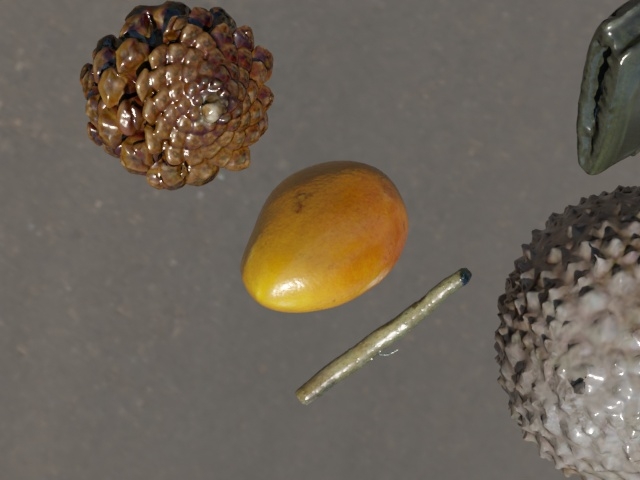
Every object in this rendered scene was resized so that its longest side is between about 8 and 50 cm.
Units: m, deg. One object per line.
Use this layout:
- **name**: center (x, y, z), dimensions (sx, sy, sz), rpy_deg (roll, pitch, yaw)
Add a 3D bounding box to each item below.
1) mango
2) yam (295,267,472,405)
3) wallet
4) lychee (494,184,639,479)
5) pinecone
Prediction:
- **mango**: center (0.002, -0.004, 1.530), dimensions (0.217, 0.141, 0.102), rpy_deg (-42, 169, -42)
- **yam**: center (0.069, 0.105, 1.704), dimensions (0.234, 0.029, 0.027), rpy_deg (-37, 147, 13)
- **wallet**: center (0.310, -0.166, 1.318), dimensions (0.245, 0.052, 0.168), rpy_deg (-35, 148, -24)
- **lychee**: center (0.285, 0.097, 1.448), dimensions (0.300, 0.300, 0.300), rpy_deg (-23, 126, -36)
- **pinecone**: center (-0.125, -0.121, 1.328), dimensions (0.174, 0.174, 0.173), rpy_deg (-23, 126, -36)
